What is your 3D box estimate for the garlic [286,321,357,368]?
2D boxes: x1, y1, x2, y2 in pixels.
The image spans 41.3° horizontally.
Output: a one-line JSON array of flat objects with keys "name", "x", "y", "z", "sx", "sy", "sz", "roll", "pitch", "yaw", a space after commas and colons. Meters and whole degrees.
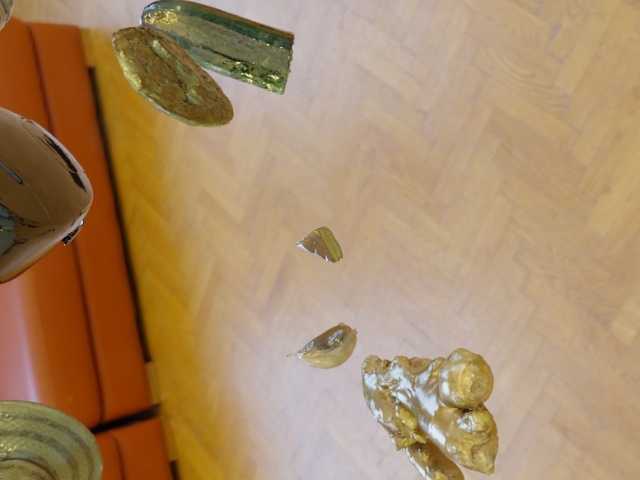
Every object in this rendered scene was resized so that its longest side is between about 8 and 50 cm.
[{"name": "garlic", "x": 0.017, "y": 0.226, "z": 1.735, "sx": 0.084, "sy": 0.152, "sz": 0.066, "roll": 28, "pitch": 149, "yaw": 60}]

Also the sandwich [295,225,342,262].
[{"name": "sandwich", "x": 0.000, "y": 0.000, "z": 1.269, "sx": 0.083, "sy": 0.031, "sz": 0.044, "roll": 24, "pitch": 120, "yaw": 32}]

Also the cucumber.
[{"name": "cucumber", "x": -0.151, "y": -0.303, "z": 1.245, "sx": 0.243, "sy": 0.115, "sz": 0.063, "roll": 17, "pitch": 138, "yaw": 3}]

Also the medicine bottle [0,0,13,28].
[{"name": "medicine bottle", "x": -0.378, "y": -0.168, "z": 0.784, "sx": 0.135, "sy": 0.135, "sz": 0.215, "roll": -13, "pitch": 46, "yaw": 46}]

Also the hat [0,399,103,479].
[{"name": "hat", "x": -0.402, "y": 0.334, "z": 1.079, "sx": 0.110, "sy": 0.252, "sz": 0.252, "roll": -116, "pitch": 38, "yaw": -58}]

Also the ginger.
[{"name": "ginger", "x": 0.080, "y": 0.136, "z": 0.668, "sx": 0.176, "sy": 0.052, "sz": 0.193, "roll": 35, "pitch": 145, "yaw": 47}]

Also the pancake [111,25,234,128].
[{"name": "pancake", "x": -0.111, "y": -0.123, "z": 0.640, "sx": 0.017, "sy": 0.108, "sz": 0.108, "roll": -45, "pitch": 64, "yaw": 24}]

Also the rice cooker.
[{"name": "rice cooker", "x": -0.275, "y": -0.038, "z": 0.720, "sx": 0.118, "sy": 0.203, "sz": 0.142, "roll": -44, "pitch": 96, "yaw": 8}]
